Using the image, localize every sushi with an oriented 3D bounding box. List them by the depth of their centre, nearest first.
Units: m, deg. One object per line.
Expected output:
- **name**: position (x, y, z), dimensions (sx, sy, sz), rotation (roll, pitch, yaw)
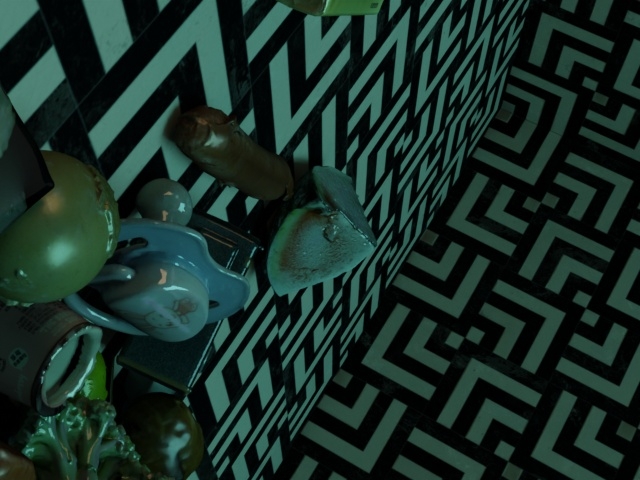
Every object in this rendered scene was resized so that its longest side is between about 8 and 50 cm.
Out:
- **sushi**: position (-0.346, -0.116, 0.820), dimensions (0.134, 0.109, 0.273), rotation (-48, 145, -33)

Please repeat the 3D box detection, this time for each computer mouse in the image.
- **computer mouse**: position (-0.266, 0.195, 1.675), dimensions (0.231, 0.079, 0.128), rotation (-68, 167, 9)

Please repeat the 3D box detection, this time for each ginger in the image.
- **ginger**: position (-0.292, 0.374, 1.622), dimensions (0.172, 0.165, 0.321), rotation (8, 135, -32)

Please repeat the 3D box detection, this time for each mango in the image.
- **mango**: position (-0.361, 0.223, 1.348), dimensions (0.178, 0.100, 0.119), rotation (-59, 170, 17)

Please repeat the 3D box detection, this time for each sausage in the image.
- **sausage**: position (-0.129, -0.129, 1.531), dimensions (0.094, 0.094, 0.419), rotation (-20, 169, 9)

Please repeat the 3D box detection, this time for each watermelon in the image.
- **watermelon**: position (0.000, 0.000, 1.960), dimensions (0.289, 0.213, 0.320), rotation (-62, 177, 4)

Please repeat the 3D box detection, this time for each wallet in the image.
- **wallet**: position (-0.340, 0.262, 1.485), dimensions (0.198, 0.031, 0.110), rotation (110, -21, -51)

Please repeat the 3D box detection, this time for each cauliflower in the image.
- **cauliflower**: position (-0.320, 0.344, 1.207), dimensions (0.256, 0.239, 0.315), rotation (-46, -157, -3)

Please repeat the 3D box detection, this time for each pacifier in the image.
- **pacifier**: position (-0.230, 0.018, 1.332), dimensions (0.287, 0.238, 0.226), rotation (48, 35, -48)

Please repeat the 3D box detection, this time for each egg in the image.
- **egg**: position (-0.292, -0.015, 1.004), dimensions (0.201, 0.164, 0.164), rotation (-102, -146, -73)

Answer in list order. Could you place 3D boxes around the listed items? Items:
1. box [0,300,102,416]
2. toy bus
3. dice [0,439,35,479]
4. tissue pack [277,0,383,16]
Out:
- **box**: position (-0.347, 0.126, 1.148), dimensions (0.151, 0.135, 0.151), rotation (-57, 166, -22)
- **toy bus**: position (-0.204, 0.093, 1.505), dimensions (0.275, 0.138, 0.167), rotation (-64, -177, -7)
- **dice**: position (-0.431, 0.279, 1.052), dimensions (0.175, 0.174, 0.179), rotation (-60, 164, -17)
- **tissue pack**: position (-0.004, -0.394, 1.344), dimensions (0.234, 0.159, 0.125), rotation (-30, 145, -64)
